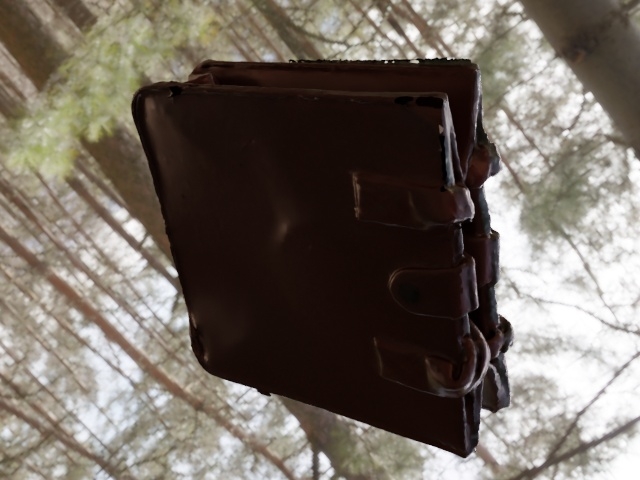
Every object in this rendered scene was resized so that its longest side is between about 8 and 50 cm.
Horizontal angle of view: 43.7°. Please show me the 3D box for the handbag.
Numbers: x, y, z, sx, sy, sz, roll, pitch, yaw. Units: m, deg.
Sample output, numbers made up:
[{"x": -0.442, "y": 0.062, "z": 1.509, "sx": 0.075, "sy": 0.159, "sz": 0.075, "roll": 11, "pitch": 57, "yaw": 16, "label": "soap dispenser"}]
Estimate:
[{"x": -0.001, "y": 0.001, "z": 0.568, "sx": 0.275, "sy": 0.260, "sz": 0.084, "roll": 13, "pitch": -148, "yaw": 38, "label": "handbag"}]
